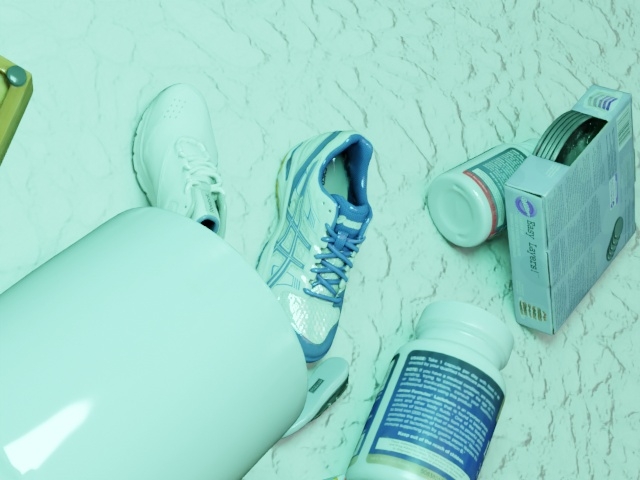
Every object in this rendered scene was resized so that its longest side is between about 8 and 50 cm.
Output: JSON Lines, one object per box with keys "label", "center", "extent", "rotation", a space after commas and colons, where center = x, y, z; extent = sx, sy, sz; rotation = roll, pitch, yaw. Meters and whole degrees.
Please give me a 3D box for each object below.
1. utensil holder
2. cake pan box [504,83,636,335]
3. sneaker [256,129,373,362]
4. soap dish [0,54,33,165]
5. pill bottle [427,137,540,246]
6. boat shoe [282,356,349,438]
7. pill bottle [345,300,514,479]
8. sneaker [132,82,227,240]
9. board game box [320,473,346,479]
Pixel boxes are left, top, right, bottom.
{"label": "utensil holder", "center": [-0.244, 0.191, 1.561], "extent": [0.385, 0.328, 0.327], "rotation": [-40, 98, -37]}
{"label": "cake pan box", "center": [0.342, -0.044, 2.074], "extent": [0.246, 0.070, 0.266], "rotation": [-49, 143, -34]}
{"label": "sneaker", "center": [0.000, 0.000, 1.890], "extent": [0.112, 0.131, 0.296], "rotation": [13, 70, -31]}
{"label": "soap dish", "center": [-0.464, -0.149, 1.642], "extent": [0.291, 0.118, 0.229], "rotation": [31, 61, -23]}
{"label": "pill bottle", "center": [0.243, -0.071, 2.080], "extent": [0.180, 0.108, 0.108], "rotation": [-27, 91, -35]}
{"label": "boat shoe", "center": [-0.012, 0.200, 1.875], "extent": [0.142, 0.049, 0.040], "rotation": [-41, 138, -29]}
{"label": "pill bottle", "center": [0.142, 0.216, 1.902], "extent": [0.153, 0.153, 0.264], "rotation": [35, 60, -20]}
{"label": "sneaker", "center": [-0.151, -0.050, 1.808], "extent": [0.111, 0.129, 0.297], "rotation": [6, 71, -29]}
{"label": "board game box", "center": [-0.017, 0.424, 1.719], "extent": [0.142, 0.144, 0.275], "rotation": [-14, 83, -59]}
